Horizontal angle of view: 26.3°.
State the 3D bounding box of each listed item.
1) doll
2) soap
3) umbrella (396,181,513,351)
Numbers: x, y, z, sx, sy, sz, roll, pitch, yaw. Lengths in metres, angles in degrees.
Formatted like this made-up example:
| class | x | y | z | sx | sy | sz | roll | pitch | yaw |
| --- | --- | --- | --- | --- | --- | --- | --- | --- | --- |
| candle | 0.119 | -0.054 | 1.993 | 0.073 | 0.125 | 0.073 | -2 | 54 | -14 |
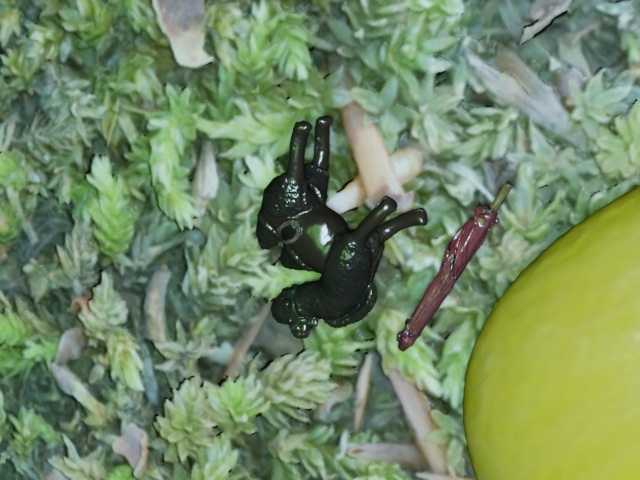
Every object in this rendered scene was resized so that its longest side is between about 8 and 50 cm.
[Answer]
| class | x | y | z | sx | sy | sz | roll | pitch | yaw |
| --- | --- | --- | --- | --- | --- | --- | --- | --- | --- |
| doll | 0.000 | 0.000 | 1.129 | 0.139 | 0.057 | 0.165 | 41 | 116 | 11 |
| soap | 0.295 | 0.079 | 0.934 | 0.427 | 0.115 | 0.306 | -33 | 62 | 16 |
| umbrella | 0.105 | 0.021 | 1.097 | 0.025 | 0.027 | 0.165 | 28 | 107 | -9 |
